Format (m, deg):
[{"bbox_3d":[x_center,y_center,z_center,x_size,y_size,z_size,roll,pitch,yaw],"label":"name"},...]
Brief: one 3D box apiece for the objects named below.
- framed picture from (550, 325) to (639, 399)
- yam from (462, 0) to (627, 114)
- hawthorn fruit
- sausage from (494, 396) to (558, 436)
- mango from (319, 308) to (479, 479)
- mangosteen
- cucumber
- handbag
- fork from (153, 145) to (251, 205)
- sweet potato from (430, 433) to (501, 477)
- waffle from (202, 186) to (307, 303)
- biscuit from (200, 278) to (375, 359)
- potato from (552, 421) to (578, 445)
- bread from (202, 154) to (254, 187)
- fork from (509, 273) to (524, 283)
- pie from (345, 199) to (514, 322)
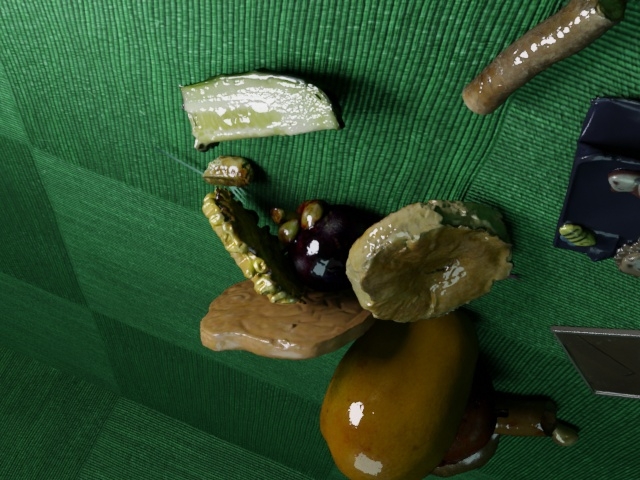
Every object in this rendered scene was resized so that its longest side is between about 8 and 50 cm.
[{"bbox_3d":[0.648,0.271,1.814,0.213,0.016,0.289,-1,143,40],"label":"framed picture"},{"bbox_3d":[0.293,-0.254,1.142,0.066,0.066,0.300,32,152,-14],"label":"yam"},{"bbox_3d":[0.287,0.401,2.061,0.316,0.315,0.316,19,152,11],"label":"hawthorn fruit"},{"bbox_3d":[0.478,0.451,2.172,0.271,0.108,0.109,0,144,37],"label":"sausage"},{"bbox_3d":[0.182,0.329,1.840,0.300,0.445,0.232,31,170,15],"label":"mango"},{"bbox_3d":[0.000,0.000,1.682,0.231,0.194,0.194,36,151,-1],"label":"mangosteen"},{"bbox_3d":[-0.090,-0.234,1.440,0.326,0.105,0.145,1,118,37],"label":"cucumber"},{"bbox_3d":[0.522,-0.047,1.260,0.304,0.121,0.329,16,152,15],"label":"handbag"},{"bbox_3d":[-0.248,-0.146,1.787,0.235,0.021,0.039,31,147,-17],"label":"fork"},{"bbox_3d":[0.403,0.617,2.461,0.158,0.157,0.370,34,149,-17],"label":"sweet potato"},{"bbox_3d":[-0.131,0.017,1.707,0.329,0.062,0.329,51,-174,-7],"label":"waffle"},{"bbox_3d":[-0.055,0.140,1.797,0.365,0.385,0.062,3,110,19],"label":"biscuit"},{"bbox_3d":[0.634,0.507,2.193,0.083,0.062,0.068,49,134,0],"label":"potato"},{"bbox_3d":[-0.186,-0.141,1.712,0.110,0.060,0.066,7,116,30],"label":"bread"},{"bbox_3d":[0.362,0.073,1.706,0.115,0.012,0.016,7,144,39],"label":"fork"},{"bbox_3d":[0.205,0.046,1.578,0.340,0.083,0.339,-6,143,-4],"label":"pie"}]
